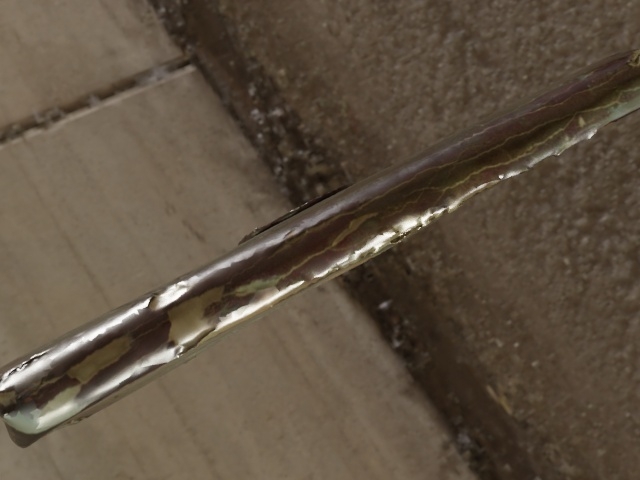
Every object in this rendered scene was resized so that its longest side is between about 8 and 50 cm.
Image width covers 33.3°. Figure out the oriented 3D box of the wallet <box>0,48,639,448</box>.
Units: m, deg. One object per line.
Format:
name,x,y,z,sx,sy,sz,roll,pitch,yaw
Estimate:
wallet,0.000,0.000,0.371,0.031,0.232,0.122,61,173,0
